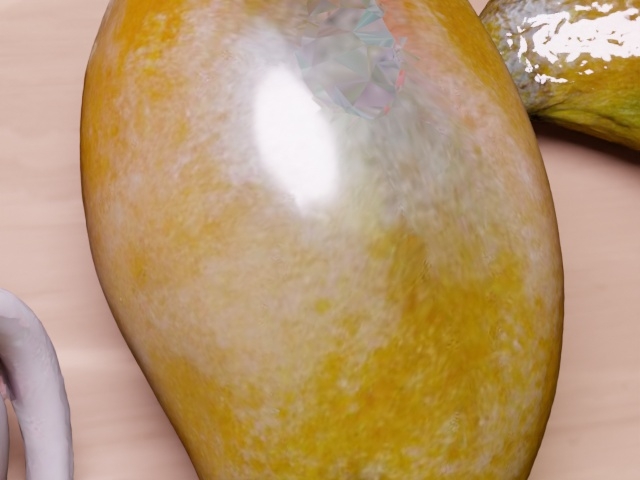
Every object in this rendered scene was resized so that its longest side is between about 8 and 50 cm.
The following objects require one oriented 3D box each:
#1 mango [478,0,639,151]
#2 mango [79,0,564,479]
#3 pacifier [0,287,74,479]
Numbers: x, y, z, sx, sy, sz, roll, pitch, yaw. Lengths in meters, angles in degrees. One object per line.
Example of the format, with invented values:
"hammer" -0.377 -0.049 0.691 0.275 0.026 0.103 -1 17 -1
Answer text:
"mango" 0.244 -0.121 0.726 0.316 0.146 0.193 -2 61 1
"mango" 0.000 0.000 0.573 0.221 0.199 0.384 -2 76 -20
"pacifier" -0.223 0.116 0.439 0.273 0.220 0.332 6 85 -9
